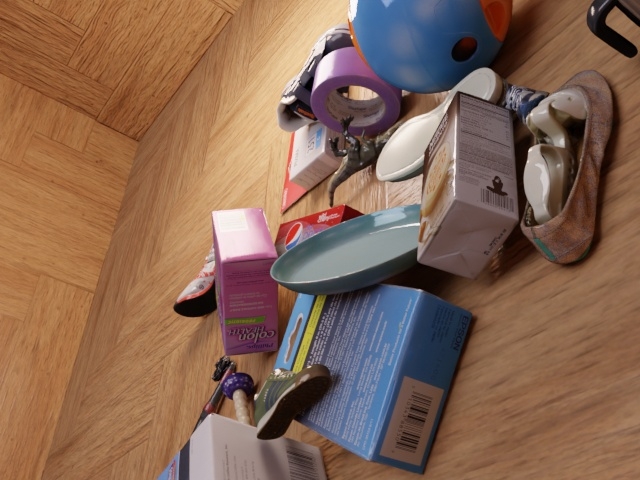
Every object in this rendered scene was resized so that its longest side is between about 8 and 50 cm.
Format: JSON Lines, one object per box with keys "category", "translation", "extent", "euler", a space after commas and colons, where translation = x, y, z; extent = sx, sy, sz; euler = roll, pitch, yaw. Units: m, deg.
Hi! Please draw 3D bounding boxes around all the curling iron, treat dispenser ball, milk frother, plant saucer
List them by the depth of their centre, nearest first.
{"category": "milk frother", "translation": [0.430, -0.292, 0.879], "extent": [0.129, 0.135, 0.143], "euler": [-59, 27, 11]}
{"category": "plant saucer", "translation": [0.071, 0.017, 1.174], "extent": [0.318, 0.043, 0.317], "euler": [-19, 14, 5]}
{"category": "treat dispenser ball", "translation": [0.192, -0.406, 1.237], "extent": [0.288, 0.288, 0.288], "euler": [-42, 34, 37]}
{"category": "curling iron", "translation": [-0.262, 0.397, 1.627], "extent": [0.068, 0.035, 0.273], "euler": [-5, 62, 64]}

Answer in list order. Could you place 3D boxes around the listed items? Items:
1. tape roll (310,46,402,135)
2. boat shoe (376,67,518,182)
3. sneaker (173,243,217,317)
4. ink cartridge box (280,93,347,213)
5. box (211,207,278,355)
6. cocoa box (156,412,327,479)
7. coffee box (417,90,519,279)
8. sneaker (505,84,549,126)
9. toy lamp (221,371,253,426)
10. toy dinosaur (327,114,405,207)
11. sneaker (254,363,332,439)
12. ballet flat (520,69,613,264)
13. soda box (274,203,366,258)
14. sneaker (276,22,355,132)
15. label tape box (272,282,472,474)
{"category": "tape roll", "translation": [0.077, -0.310, 1.468], "extent": [0.189, 0.189, 0.080], "euler": [-31, 42, 47]}
{"category": "boat shoe", "translation": [0.217, -0.179, 1.213], "extent": [0.305, 0.091, 0.109], "euler": [-35, 47, 45]}
{"category": "sneaker", "translation": [-0.297, 0.100, 1.894], "extent": [0.270, 0.090, 0.144], "euler": [-36, 37, 37]}
{"category": "ink cartridge box", "translation": [-0.037, -0.249, 1.759], "extent": [0.261, 0.066, 0.296], "euler": [-36, 38, 42]}
{"category": "box", "translation": [-0.165, 0.086, 1.514], "extent": [0.213, 0.118, 0.242], "euler": [-113, 20, -56]}
{"category": "cocoa box", "translation": [-0.124, 0.493, 1.071], "extent": [0.228, 0.232, 0.347], "euler": [-52, 29, 23]}
{"category": "coffee box", "translation": [0.218, -0.086, 1.041], "extent": [0.141, 0.098, 0.246], "euler": [114, 171, -46]}
{"category": "sneaker", "translation": [0.302, -0.205, 1.048], "extent": [0.135, 0.058, 0.052], "euler": [-31, -37, -64]}
{"category": "toy lamp", "translation": [-0.151, 0.380, 1.396], "extent": [0.080, 0.080, 0.274], "euler": [-56, 26, 16]}
{"category": "toy dinosaur", "translation": [0.068, -0.189, 1.483], "extent": [0.268, 0.064, 0.118], "euler": [-41, 72, 39]}
{"category": "sneaker", "translation": [-0.055, 0.233, 1.106], "extent": [0.192, 0.064, 0.086], "euler": [-52, 38, 34]}
{"category": "ballet flat", "translation": [0.328, -0.124, 0.946], "extent": [0.108, 0.106, 0.315], "euler": [-25, 45, 51]}
{"category": "soda box", "translation": [0.000, 0.000, 1.451], "extent": [0.263, 0.084, 0.092], "euler": [-13, 57, 57]}
{"category": "sneaker", "translation": [0.002, -0.352, 1.586], "extent": [0.321, 0.126, 0.127], "euler": [-39, 29, 55]}
{"category": "label tape box", "translation": [0.059, 0.195, 1.128], "extent": [0.348, 0.115, 0.249], "euler": [3, 73, 62]}
